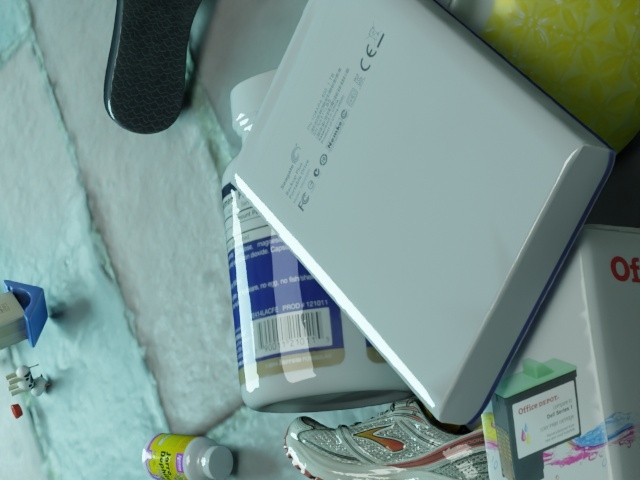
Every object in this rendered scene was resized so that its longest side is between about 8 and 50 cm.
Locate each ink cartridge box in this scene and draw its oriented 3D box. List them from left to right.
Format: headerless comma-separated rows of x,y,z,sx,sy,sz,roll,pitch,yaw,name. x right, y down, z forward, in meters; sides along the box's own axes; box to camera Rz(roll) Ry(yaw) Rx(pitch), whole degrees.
0.217,0.141,1.347,0.117,0.201,0.278,-19,72,45,ink cartridge box

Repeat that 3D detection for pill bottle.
-0.117,0.195,1.770,0.083,0.043,0.043,-1,85,44,pill bottle
0.000,0.000,1.604,0.153,0.153,0.264,-16,75,42,pill bottle

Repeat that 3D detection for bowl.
0.117,-0.187,1.501,0.289,0.156,0.289,-7,80,46,bowl

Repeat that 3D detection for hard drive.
0.058,-0.049,1.376,0.318,0.040,0.210,48,119,47,hard drive

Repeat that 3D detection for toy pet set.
-0.301,0.092,1.962,0.122,0.065,0.114,50,154,38,toy pet set

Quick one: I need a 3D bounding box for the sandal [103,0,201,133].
-0.150,-0.226,1.818,0.054,0.097,0.254,-138,64,-67,sandal

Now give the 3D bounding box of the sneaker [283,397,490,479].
0.070,0.166,1.579,0.225,0.088,0.092,7,83,37,sneaker
